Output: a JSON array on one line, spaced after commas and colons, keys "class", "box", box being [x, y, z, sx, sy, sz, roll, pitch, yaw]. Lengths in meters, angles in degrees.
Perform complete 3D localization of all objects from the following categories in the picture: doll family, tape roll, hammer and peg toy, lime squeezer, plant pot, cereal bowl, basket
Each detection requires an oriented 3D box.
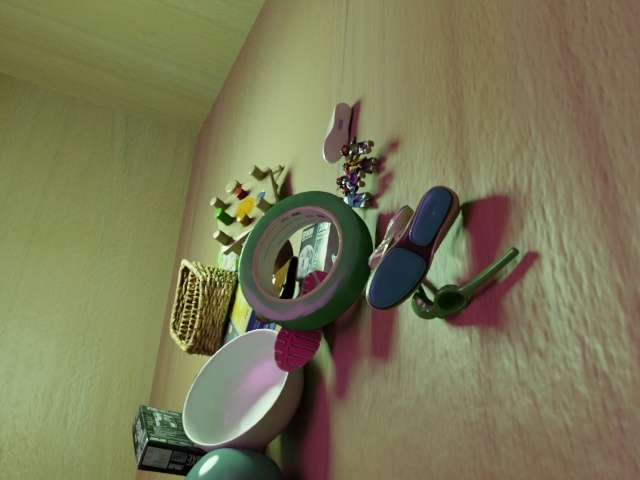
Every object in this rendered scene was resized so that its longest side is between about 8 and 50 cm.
[{"class": "doll family", "box": [0.080, -0.151, 1.460, 0.111, 0.076, 0.193, 0, 70, 48]}, {"class": "tape roll", "box": [-0.037, 0.043, 1.394, 0.321, 0.077, 0.321, -15, 59, 26]}, {"class": "hammer and peg toy", "box": [-0.252, -0.141, 2.078, 0.266, 0.127, 0.361, -36, 39, 18]}, {"class": "lime squeezer", "box": [0.215, 0.083, 1.026, 0.110, 0.059, 0.310, -49, 11, -22]}, {"class": "plant pot", "box": [-0.196, 0.608, 1.346, 0.293, 0.293, 0.235, -54, 22, 41]}, {"class": "cereal bowl", "box": [-0.174, 0.397, 1.533, 0.339, 0.141, 0.339, -27, 34, 20]}, {"class": "basket", "box": [-0.428, 0.244, 2.135, 0.213, 0.223, 0.299, -84, 8, -78]}]

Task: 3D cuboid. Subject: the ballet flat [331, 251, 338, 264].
[{"class": "ballet flat", "box": [0.058, 0.059, 1.433, 0.041, 0.041, 0.114, -71, 21, 9]}]

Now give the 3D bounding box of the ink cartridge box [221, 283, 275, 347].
[{"class": "ink cartridge box", "box": [-0.226, 0.257, 1.939, 0.307, 0.072, 0.303, -143, 71, -69]}]

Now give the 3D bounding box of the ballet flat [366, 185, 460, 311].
[{"class": "ballet flat", "box": [0.169, 0.020, 1.072, 0.248, 0.086, 0.086, -56, 23, 0]}]

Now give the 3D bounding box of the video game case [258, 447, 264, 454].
[{"class": "video game case", "box": [-0.207, 0.618, 1.697, 0.204, 0.025, 0.285, -40, 40, 55]}]

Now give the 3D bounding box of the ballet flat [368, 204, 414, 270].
[{"class": "ballet flat", "box": [0.153, 0.005, 1.227, 0.052, 0.057, 0.168, 52, 132, 30]}]

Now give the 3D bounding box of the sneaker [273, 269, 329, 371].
[{"class": "sneaker", "box": [-0.037, 0.201, 1.460, 0.252, 0.103, 0.111, -63, -2, -23]}]

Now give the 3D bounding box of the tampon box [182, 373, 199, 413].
[{"class": "tampon box", "box": [-0.382, 0.551, 2.040, 0.161, 0.120, 0.101, -67, 22, 19]}]

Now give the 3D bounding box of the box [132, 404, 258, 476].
[{"class": "box", "box": [-0.329, 0.536, 1.598, 0.242, 0.307, 0.076, 17, 89, 68]}]

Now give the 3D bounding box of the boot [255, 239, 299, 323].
[{"class": "boot", "box": [-0.108, 0.081, 1.595, 0.280, 0.096, 0.264, 129, 162, -70]}]

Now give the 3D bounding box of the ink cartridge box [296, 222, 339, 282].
[{"class": "ink cartridge box", "box": [0.000, 0.000, 1.595, 0.206, 0.045, 0.208, 156, 127, -65]}]

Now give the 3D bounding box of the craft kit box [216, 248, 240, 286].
[{"class": "craft kit box", "box": [-0.347, 0.089, 2.371, 0.250, 0.061, 0.246, -53, 27, 42]}]

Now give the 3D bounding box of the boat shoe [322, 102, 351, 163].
[{"class": "boat shoe", "box": [0.041, -0.290, 1.678, 0.063, 0.066, 0.184, 126, 152, -71]}]

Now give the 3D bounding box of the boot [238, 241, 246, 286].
[{"class": "boot", "box": [-0.251, 0.040, 2.141, 0.189, 0.076, 0.208, 109, 168, -45]}]
